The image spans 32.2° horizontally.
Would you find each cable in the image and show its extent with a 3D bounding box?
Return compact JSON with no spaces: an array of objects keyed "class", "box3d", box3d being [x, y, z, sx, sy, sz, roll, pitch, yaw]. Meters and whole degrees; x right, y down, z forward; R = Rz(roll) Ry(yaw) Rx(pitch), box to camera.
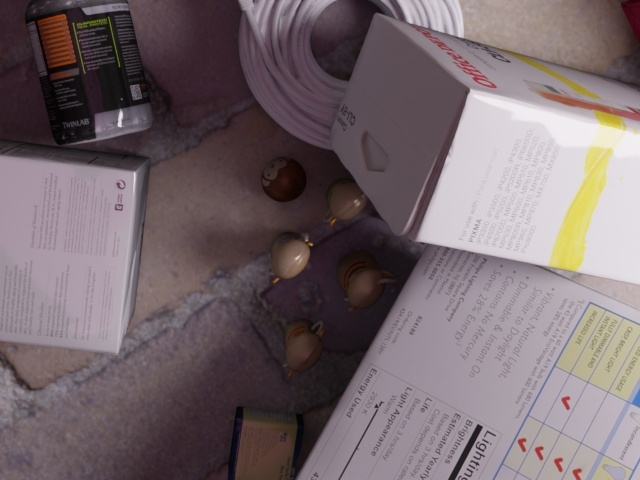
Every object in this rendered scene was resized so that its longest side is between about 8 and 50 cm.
[{"class":"cable","box3d":[0.034,-0.231,1.280,0.257,0.089,0.257,-8,100,-3]}]

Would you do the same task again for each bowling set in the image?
[{"class":"bowling set","box3d":[0.000,0.000,1.277,0.200,0.154,0.287,40,93,-9]}]

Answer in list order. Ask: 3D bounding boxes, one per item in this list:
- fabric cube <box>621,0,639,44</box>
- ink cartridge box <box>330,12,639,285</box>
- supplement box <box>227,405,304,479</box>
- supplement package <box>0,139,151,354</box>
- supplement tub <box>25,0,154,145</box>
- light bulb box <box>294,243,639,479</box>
[{"class":"fabric cube","box3d":[0.535,-0.223,1.233,0.258,0.254,0.259,-28,100,2]},{"class":"ink cartridge box","box3d":[0.239,-0.089,1.161,0.385,0.279,0.160,10,112,-21]},{"class":"supplement box","box3d":[-0.067,0.254,1.359,0.083,0.056,0.083,8,98,-5]},{"class":"supplement package","box3d":[-0.335,-0.005,1.231,0.263,0.198,0.199,7,99,-5]},{"class":"supplement tub","box3d":[-0.262,-0.208,1.247,0.117,0.117,0.190,-11,99,-2]},{"class":"light bulb box","box3d":[0.219,0.230,1.157,0.361,0.225,0.358,26,83,31]}]
